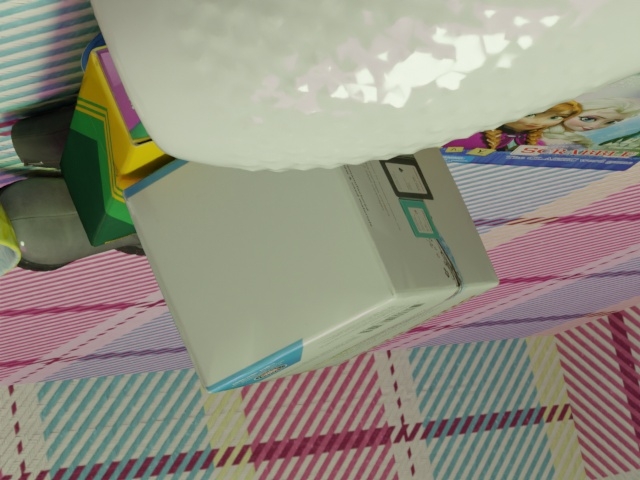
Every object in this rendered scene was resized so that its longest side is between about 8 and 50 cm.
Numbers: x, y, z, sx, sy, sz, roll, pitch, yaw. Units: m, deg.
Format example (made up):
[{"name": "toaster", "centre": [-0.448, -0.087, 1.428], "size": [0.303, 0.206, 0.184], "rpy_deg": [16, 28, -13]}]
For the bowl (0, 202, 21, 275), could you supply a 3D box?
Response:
[{"name": "bowl", "centre": [-0.462, -0.034, 1.589], "size": [0.289, 0.156, 0.289], "rpy_deg": [-11, 167, -3]}]

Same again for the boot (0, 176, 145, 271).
[{"name": "boot", "centre": [-0.216, -0.059, 1.853], "size": [0.222, 0.118, 0.338], "rpy_deg": [-23, 174, 33]}]

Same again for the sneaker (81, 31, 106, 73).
[{"name": "sneaker", "centre": [-0.167, -0.189, 1.388], "size": [0.152, 0.058, 0.084], "rpy_deg": [-18, 168, 24]}]

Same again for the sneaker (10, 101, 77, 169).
[{"name": "sneaker", "centre": [-0.239, -0.102, 1.694], "size": [0.118, 0.083, 0.222], "rpy_deg": [-8, 161, 18]}]

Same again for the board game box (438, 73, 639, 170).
[{"name": "board game box", "centre": [0.269, -0.161, 1.772], "size": [0.318, 0.066, 0.318], "rpy_deg": [2, 164, -14]}]

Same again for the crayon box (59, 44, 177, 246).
[{"name": "crayon box", "centre": [-0.049, -0.133, 1.476], "size": [0.363, 0.106, 0.313], "rpy_deg": [-20, 172, -19]}]

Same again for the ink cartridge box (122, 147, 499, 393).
[{"name": "ink cartridge box", "centre": [0.000, 0.000, 1.401], "size": [0.198, 0.197, 0.270], "rpy_deg": [-28, 169, 22]}]

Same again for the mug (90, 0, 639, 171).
[{"name": "mug", "centre": [0.012, -0.221, 0.947], "size": [0.328, 0.276, 0.374], "rpy_deg": [-20, 130, 3]}]
